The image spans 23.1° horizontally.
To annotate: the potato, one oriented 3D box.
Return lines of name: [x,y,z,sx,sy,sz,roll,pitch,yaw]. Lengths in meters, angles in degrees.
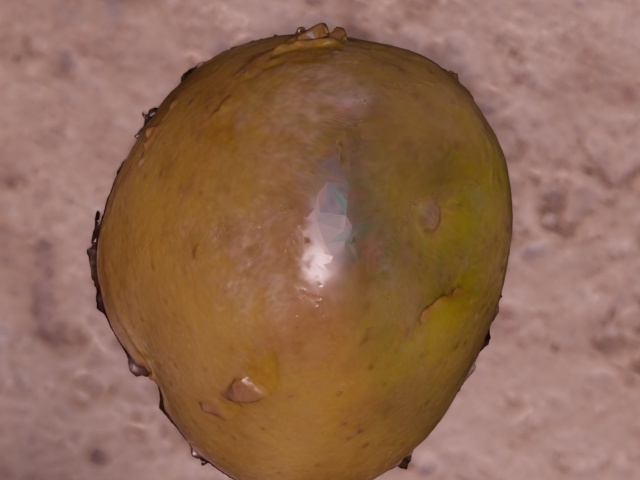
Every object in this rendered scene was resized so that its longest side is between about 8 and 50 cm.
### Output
potato: [0.000,0.000,0.641,0.182,0.117,0.202,25,79,-5]
